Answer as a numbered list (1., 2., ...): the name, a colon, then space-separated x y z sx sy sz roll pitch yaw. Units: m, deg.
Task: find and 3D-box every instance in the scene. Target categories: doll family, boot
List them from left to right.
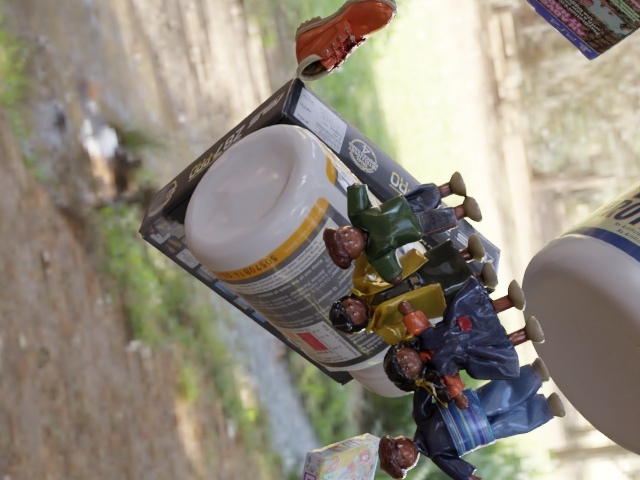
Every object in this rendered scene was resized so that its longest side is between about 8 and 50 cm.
1. boot: 0.032 -0.256 1.831 0.059 0.158 0.085 39 44 -34
2. doll family: 0.063 0.056 0.847 0.076 0.111 0.193 88 -22 -65

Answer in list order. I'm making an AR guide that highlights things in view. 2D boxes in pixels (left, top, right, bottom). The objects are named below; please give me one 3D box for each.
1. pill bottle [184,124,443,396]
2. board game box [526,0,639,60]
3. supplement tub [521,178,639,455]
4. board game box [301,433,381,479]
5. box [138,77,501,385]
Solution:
1. pill bottle: 0.011 0.028 1.393 0.278 0.162 0.162 44 31 -35
2. board game box: 0.294 -0.349 1.507 0.232 0.141 0.291 41 -13 -4
3. supplement tub: 0.379 0.031 1.364 0.235 0.325 0.235 44 -25 28
4. board game box: 0.024 0.323 1.930 0.154 0.026 0.103 -6 111 -57
5. box: 0.000 0.000 1.975 0.395 0.318 0.097 39 40 -21
